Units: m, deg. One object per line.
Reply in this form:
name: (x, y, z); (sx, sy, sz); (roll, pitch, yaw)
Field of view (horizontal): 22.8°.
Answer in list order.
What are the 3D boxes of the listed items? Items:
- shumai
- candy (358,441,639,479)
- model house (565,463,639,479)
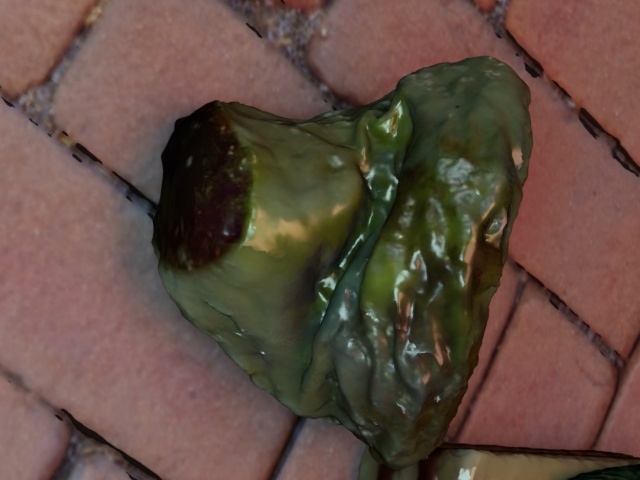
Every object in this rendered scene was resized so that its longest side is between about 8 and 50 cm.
shumai: (0.000, 0.000, 1.199); (0.263, 0.304, 0.309); (16, 70, -4)
candy: (0.171, 0.263, 1.347); (0.321, 0.135, 0.179); (9, 84, -42)
model house: (0.365, 0.315, 1.253); (0.298, 0.284, 0.243); (6, 90, -42)
